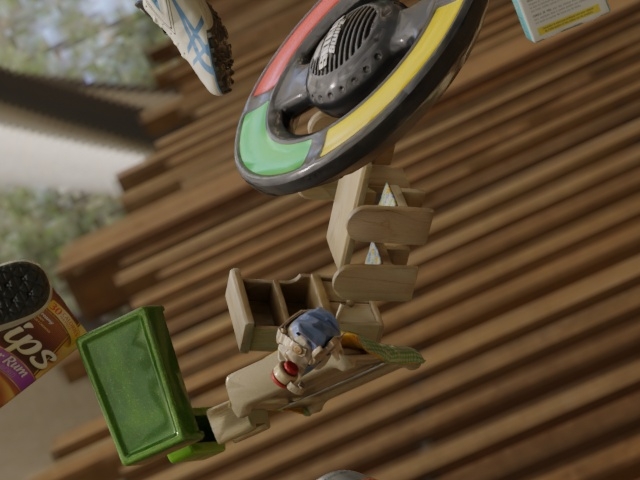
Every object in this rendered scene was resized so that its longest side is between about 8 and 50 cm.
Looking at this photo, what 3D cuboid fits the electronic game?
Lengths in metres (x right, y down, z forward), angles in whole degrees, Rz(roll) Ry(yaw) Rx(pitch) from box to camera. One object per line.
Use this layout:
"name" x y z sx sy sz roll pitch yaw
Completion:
"electronic game" 0.027 -0.124 1.220 0.048 0.229 0.229 40 -160 -25

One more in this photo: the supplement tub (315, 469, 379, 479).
"supplement tub" 0.068 0.277 1.583 0.190 0.117 0.117 13 143 46

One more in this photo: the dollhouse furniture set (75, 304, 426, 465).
"dollhouse furniture set" -0.073 0.119 1.955 0.197 0.302 0.151 8 -120 -64

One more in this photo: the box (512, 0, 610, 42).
"box" 0.248 -0.364 2.128 0.060 0.101 0.244 -104 -8 -78

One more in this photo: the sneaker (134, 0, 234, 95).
"sneaker" -0.185 -0.292 2.359 0.237 0.086 0.085 63 -163 -4

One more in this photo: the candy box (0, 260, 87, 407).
"candy box" -0.354 0.119 1.951 0.109 0.187 0.053 53 148 -4

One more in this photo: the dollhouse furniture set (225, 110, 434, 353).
"dollhouse furniture set" 0.000 0.000 1.996 0.212 0.161 0.242 -109 27 -54

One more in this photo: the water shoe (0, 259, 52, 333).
"water shoe" -0.335 0.076 1.606 0.080 0.203 0.073 132 122 -74

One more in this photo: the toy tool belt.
"toy tool belt" -0.007 0.078 1.405 0.052 0.051 0.083 41 -152 0
